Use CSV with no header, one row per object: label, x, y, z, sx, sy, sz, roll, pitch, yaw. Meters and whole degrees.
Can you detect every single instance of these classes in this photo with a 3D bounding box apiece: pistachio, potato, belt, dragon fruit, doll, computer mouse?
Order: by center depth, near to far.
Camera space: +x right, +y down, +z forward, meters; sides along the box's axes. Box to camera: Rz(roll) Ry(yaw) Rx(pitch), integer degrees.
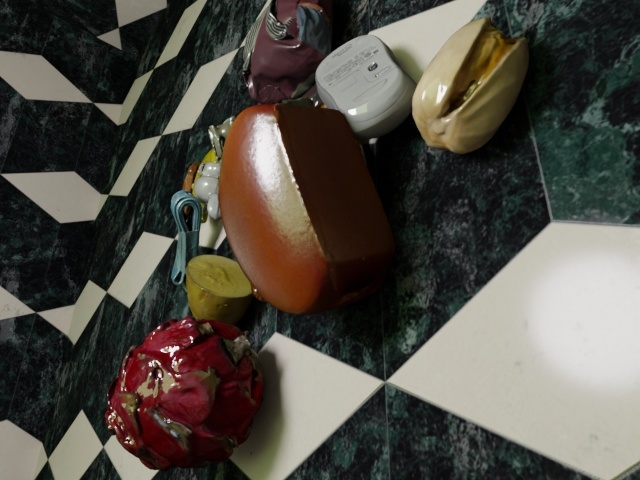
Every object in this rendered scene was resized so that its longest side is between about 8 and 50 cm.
pistachio,0.243,-0.250,0.855,0.230,0.157,0.157,-57,34,-6
computer mouse,0.099,-0.306,1.088,0.184,0.121,0.297,-37,38,9
dragon fruit,-0.275,0.319,1.110,0.329,0.329,0.329,-30,50,43
potato,-0.253,0.148,1.307,0.203,0.178,0.158,31,115,41
belt,-0.397,0.005,1.557,0.072,0.087,0.302,32,123,50
doll,-0.326,-0.163,1.607,0.252,0.111,0.237,-9,65,59

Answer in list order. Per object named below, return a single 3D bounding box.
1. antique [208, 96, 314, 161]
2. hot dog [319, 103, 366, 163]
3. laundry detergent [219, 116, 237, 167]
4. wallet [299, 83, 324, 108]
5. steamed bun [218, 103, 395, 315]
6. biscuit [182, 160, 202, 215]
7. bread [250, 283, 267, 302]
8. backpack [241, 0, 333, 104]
antique,-0.114,-0.230,1.168,0.125,0.284,0.150,-14,95,38
hot dog,0.037,-0.205,1.146,0.131,0.069,0.253,-8,60,17
laundry detergent,-0.194,-0.203,1.319,0.280,0.105,0.215,36,-117,-85
wallet,-0.028,-0.313,1.336,0.229,0.049,0.182,-32,46,39
steamed bun,-0.046,-0.048,0.982,0.248,0.235,0.379,-31,74,44
biscuit,-0.429,-0.178,1.765,0.280,0.043,0.183,-91,15,-45
bread,-0.105,0.054,1.207,0.193,0.063,0.193,-48,30,41
backpack,-0.076,-0.539,1.388,0.283,0.197,0.317,-27,51,46
